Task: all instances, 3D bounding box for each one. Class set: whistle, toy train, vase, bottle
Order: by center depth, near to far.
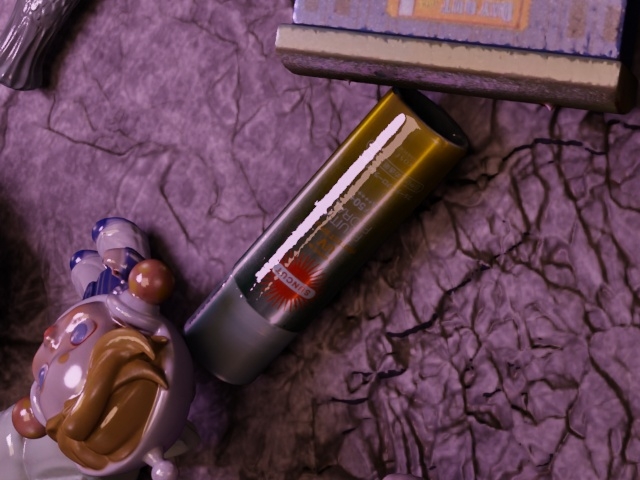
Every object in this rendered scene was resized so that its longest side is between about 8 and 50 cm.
[{"bbox_3d":[0.115,-0.207,1.178,0.300,0.131,0.202,9,89,18],"label":"toy train"},{"bbox_3d":[0.000,0.000,1.286,0.286,0.082,0.082,-48,67,20],"label":"bottle"},{"bbox_3d":[-0.219,0.182,1.395,0.253,0.102,0.105,-10,80,32],"label":"whistle"},{"bbox_3d":[-0.263,-0.212,1.453,0.081,0.081,0.148,41,110,25],"label":"vase"}]

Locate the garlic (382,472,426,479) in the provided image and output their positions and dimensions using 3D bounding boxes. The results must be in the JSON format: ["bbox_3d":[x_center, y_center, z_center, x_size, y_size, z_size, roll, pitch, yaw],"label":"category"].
[{"bbox_3d":[0.040,0.344,1.163,0.322,0.241,0.322,-5,79,26],"label":"garlic"}]

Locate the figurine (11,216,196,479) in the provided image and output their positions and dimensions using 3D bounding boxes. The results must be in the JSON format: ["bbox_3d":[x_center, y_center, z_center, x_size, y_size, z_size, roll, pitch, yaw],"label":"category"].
[{"bbox_3d":[-0.180,0.095,1.315,0.194,0.133,0.274,-56,23,1],"label":"figurine"}]
